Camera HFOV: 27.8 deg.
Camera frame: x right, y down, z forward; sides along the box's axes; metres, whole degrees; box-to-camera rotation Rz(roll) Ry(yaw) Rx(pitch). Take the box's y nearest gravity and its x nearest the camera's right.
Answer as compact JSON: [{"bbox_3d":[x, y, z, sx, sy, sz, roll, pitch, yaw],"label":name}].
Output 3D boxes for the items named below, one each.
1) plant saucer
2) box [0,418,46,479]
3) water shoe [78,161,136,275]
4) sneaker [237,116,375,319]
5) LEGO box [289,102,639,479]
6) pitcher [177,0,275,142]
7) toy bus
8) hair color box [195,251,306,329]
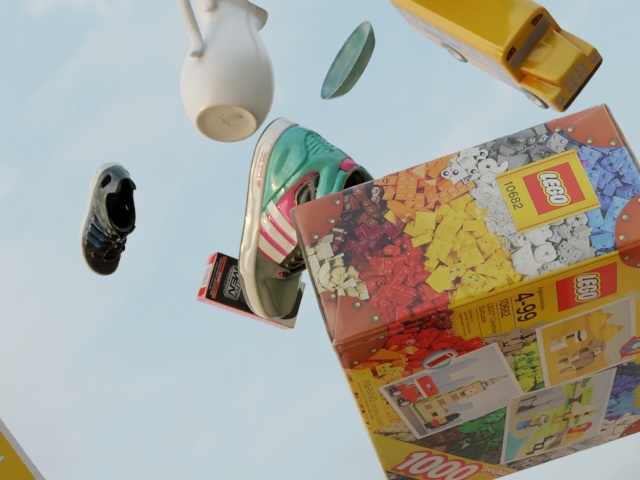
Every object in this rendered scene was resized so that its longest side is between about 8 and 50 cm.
[{"bbox_3d":[0.040,-0.230,1.680,0.119,0.021,0.119,-54,16,24],"label":"plant saucer"},{"bbox_3d":[-0.281,0.138,0.846,0.114,0.203,0.103,-24,13,48],"label":"box"},{"bbox_3d":[-0.329,-0.021,2.017,0.073,0.080,0.203,-12,-54,-30],"label":"water shoe"},{"bbox_3d":[0.000,0.000,1.680,0.124,0.178,0.296,-36,-39,-45],"label":"sneaker"},{"bbox_3d":[0.208,0.104,1.570,0.372,0.193,0.500,-19,-33,2],"label":"LEGO box"},{"bbox_3d":[-0.139,-0.249,1.718,0.125,0.207,0.177,-23,-38,30],"label":"pitcher"},{"bbox_3d":[0.256,-0.316,1.927,0.108,0.332,0.130,-51,-41,0],"label":"toy bus"},{"bbox_3d":[-0.098,0.072,1.835,0.043,0.141,0.072,-18,55,65],"label":"hair color box"}]
